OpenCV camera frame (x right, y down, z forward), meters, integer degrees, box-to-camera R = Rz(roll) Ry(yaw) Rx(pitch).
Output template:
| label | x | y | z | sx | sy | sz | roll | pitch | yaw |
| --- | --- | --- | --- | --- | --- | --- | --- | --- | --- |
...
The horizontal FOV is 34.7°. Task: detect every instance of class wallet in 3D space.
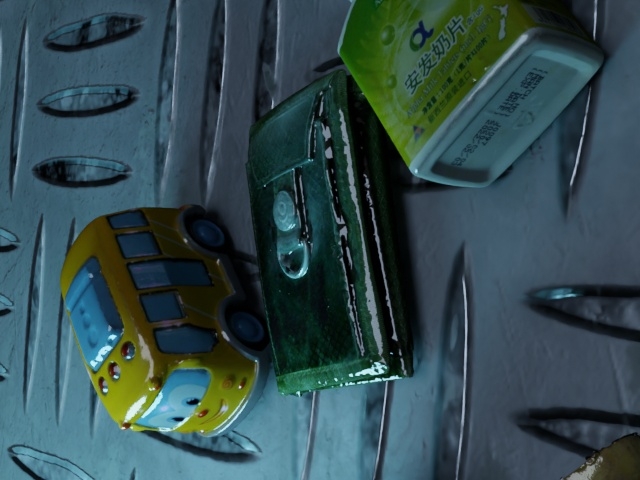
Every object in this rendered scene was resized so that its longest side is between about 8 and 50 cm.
| label | x | y | z | sx | sy | sz | roll | pitch | yaw |
| --- | --- | --- | --- | --- | --- | --- | --- | --- | --- |
| wallet | -0.002 | 0.000 | 0.808 | 0.160 | 0.055 | 0.236 | -21 | 71 | 53 |

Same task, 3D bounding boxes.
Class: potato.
| label | x | y | z | sx | sy | sz | roll | pitch | yaw |
| --- | --- | --- | --- | --- | --- | --- | --- | --- | --- |
| potato | 0.161 | 0.158 | 0.614 | 0.093 | 0.037 | 0.036 | -53 | 55 | 30 |

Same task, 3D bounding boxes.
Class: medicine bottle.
| label | x | y | z | sx | sy | sz | roll | pitch | yaw |
| --- | --- | --- | --- | --- | --- | --- | --- | --- | --- |
| medicine bottle | 0.084 | -0.146 | 0.696 | 0.132 | 0.088 | 0.188 | -51 | 52 | 32 |

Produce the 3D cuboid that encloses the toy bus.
| label | x | y | z | sx | sy | sz | roll | pitch | yaw |
| --- | --- | --- | --- | --- | --- | --- | --- | --- | --- |
| toy bus | -0.144 | 0.069 | 0.894 | 0.126 | 0.136 | 0.209 | -50 | 53 | 33 |
